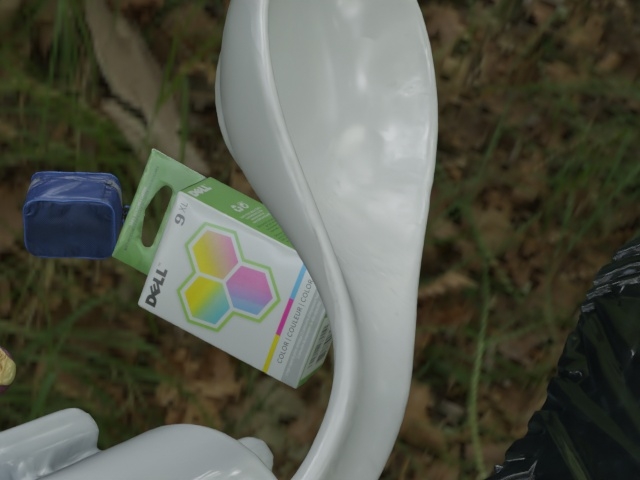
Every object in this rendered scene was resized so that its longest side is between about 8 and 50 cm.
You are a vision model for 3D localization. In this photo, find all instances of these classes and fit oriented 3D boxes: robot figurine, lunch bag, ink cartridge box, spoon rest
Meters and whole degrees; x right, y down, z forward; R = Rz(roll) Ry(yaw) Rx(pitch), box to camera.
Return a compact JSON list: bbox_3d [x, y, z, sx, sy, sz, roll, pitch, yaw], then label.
[{"bbox_3d":[-0.147,0.259,1.370,0.300,0.200,0.353,51,34,15],"label":"robot figurine"},{"bbox_3d":[-0.226,-0.027,1.725,0.098,0.067,0.065,3,33,-4],"label":"lunch bag"},{"bbox_3d":[-0.080,0.021,1.509,0.209,0.109,0.062,28,22,14],"label":"ink cartridge box"},{"bbox_3d":[0.000,0.000,0.726,0.084,0.137,0.276,-1,69,34],"label":"spoon rest"}]

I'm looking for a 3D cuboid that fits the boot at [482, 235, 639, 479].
[{"bbox_3d":[0.136,0.141,0.640,0.094,0.207,0.246,-10,32,36],"label":"boot"}]

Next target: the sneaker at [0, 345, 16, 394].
[{"bbox_3d":[-0.342,0.133,1.655,0.185,0.084,0.070,-5,52,23],"label":"sneaker"}]
